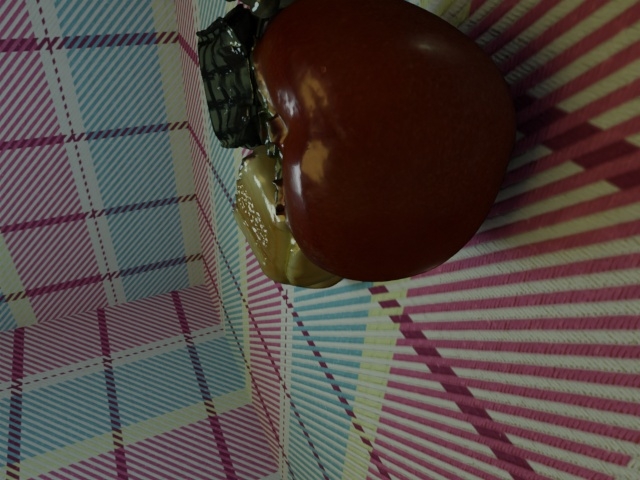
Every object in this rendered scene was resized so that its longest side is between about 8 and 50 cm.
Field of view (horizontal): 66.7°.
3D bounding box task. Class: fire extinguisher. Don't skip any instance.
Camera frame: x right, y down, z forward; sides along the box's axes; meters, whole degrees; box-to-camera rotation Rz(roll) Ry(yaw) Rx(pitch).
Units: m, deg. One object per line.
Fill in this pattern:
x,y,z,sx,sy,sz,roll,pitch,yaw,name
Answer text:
-0.088,-0.463,1.036,0.078,0.045,0.157,-50,23,44,fire extinguisher

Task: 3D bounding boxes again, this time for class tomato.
0.067,-0.124,0.594,0.341,0.272,0.342,171,90,-83,tomato

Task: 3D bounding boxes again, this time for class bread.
-0.030,-0.041,0.970,0.270,0.211,0.316,58,157,19,bread

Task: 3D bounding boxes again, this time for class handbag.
-0.203,-0.390,1.232,0.327,0.162,0.326,-148,47,-65,handbag

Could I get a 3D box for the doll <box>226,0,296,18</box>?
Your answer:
-0.103,-0.535,0.738,0.379,0.252,0.382,54,173,-27,doll
